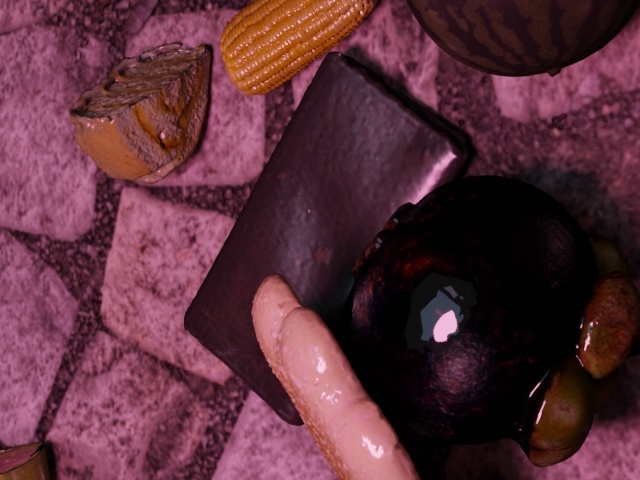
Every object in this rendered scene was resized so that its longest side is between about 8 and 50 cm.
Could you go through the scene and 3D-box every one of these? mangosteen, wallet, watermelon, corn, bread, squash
[{"bbox_3d":[0.138,0.062,1.241,0.243,0.243,0.243,1,91,36],"label":"mangosteen"},{"bbox_3d":[0.000,0.000,1.436,0.170,0.044,0.321,40,112,25],"label":"wallet"},{"bbox_3d":[0.159,-0.231,1.215,0.212,0.212,0.212,1,91,36],"label":"watermelon"},{"bbox_3d":[-0.021,-0.201,1.433,0.165,0.063,0.085,-28,51,32],"label":"corn"},{"bbox_3d":[-0.163,-0.116,1.524,0.103,0.156,0.110,3,125,42],"label":"bread"},{"bbox_3d":[0.029,0.168,1.283,0.054,0.316,0.316,-32,69,-5],"label":"bread"},{"bbox_3d":[-0.317,0.292,1.656,0.105,0.105,0.132,-15,101,35],"label":"squash"}]
